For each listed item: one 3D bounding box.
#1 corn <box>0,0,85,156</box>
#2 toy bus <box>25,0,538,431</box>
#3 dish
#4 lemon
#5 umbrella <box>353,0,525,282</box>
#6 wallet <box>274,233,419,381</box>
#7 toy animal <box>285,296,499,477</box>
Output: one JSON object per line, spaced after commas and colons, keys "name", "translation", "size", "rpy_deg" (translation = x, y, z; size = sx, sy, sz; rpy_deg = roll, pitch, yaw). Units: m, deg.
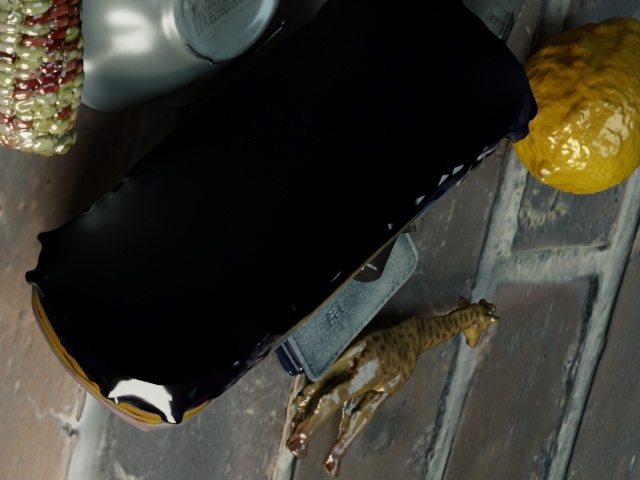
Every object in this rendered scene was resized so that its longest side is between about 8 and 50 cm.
{"name": "corn", "translation": [-0.188, -0.163, 0.976], "size": [0.086, 0.086, 0.253], "rpy_deg": [-27, 132, -39]}
{"name": "toy bus", "translation": [-0.034, -0.017, 1.137], "size": [0.386, 0.171, 0.162], "rpy_deg": [-41, 172, -23]}
{"name": "dish", "translation": [-0.083, -0.182, 1.092], "size": [0.229, 0.081, 0.229], "rpy_deg": [-27, 129, -39]}
{"name": "lemon", "translation": [0.248, -0.128, 1.476], "size": [0.187, 0.142, 0.142], "rpy_deg": [-60, 143, -14]}
{"name": "umbrella", "translation": [0.096, -0.119, 1.317], "size": [0.067, 0.073, 0.337], "rpy_deg": [36, 72, -34]}
{"name": "wallet", "translation": [0.002, 0.001, 1.336], "size": [0.167, 0.036, 0.222], "rpy_deg": [-47, 139, -21]}
{"name": "toy animal", "translation": [0.067, 0.117, 1.470], "size": [0.275, 0.054, 0.149], "rpy_deg": [-43, 141, -27]}
